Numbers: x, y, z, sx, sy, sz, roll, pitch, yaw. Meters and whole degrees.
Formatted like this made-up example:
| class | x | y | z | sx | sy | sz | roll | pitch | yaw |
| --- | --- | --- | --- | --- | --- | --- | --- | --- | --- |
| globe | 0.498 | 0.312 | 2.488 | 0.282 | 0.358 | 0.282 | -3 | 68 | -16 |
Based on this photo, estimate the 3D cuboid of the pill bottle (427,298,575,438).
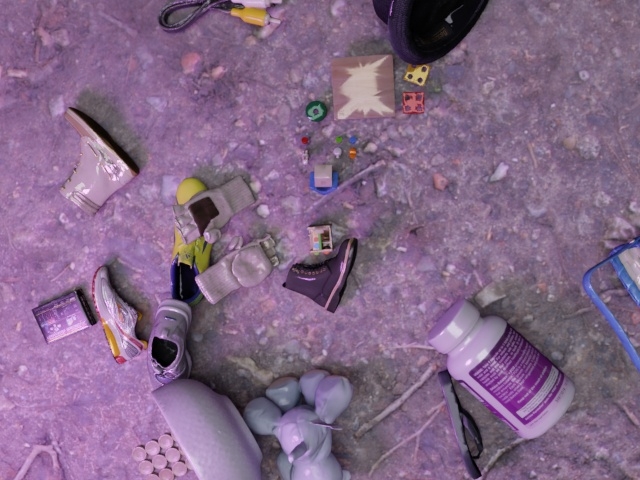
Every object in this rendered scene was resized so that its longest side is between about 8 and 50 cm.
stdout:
| class | x | y | z | sx | sy | sz | roll | pitch | yaw |
| --- | --- | --- | --- | --- | --- | --- | --- | --- | --- |
| pill bottle | 0.381 | 0.268 | 1.762 | 0.301 | 0.169 | 0.169 | 42 | 99 | -1 |

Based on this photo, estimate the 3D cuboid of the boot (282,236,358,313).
| class | x | y | z | sx | sy | sz | roll | pitch | yaw |
| --- | --- | --- | --- | --- | --- | --- | --- | --- | --- |
| boot | -0.004 | 0.060 | 1.796 | 0.137 | 0.077 | 0.198 | 23 | 123 | 7 |

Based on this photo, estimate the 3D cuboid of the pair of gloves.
| class | x | y | z | sx | sy | sz | roll | pitch | yaw |
| --- | --- | --- | --- | --- | --- | --- | --- | --- | --- |
| pair of gloves | -0.202 | -0.003 | 1.797 | 0.204 | 0.042 | 0.240 | -25 | 95 | -28 |

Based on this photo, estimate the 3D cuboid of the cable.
| class | x | y | z | sx | sy | sz | roll | pitch | yaw |
| --- | --- | --- | --- | --- | --- | --- | --- | --- | --- |
| cable | -0.220 | -0.525 | 1.775 | 0.287 | 0.072 | 0.140 | -2 | 91 | 6 |

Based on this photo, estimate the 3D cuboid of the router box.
| class | x | y | z | sx | sy | sz | roll | pitch | yaw |
| --- | --- | --- | --- | --- | --- | --- | --- | --- | --- |
| router box | -0.596 | 0.177 | 1.909 | 0.122 | 0.038 | 0.092 | -22 | 94 | 8 |

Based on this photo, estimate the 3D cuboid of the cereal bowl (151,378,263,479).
| class | x | y | z | sx | sy | sz | roll | pitch | yaw |
| --- | --- | --- | --- | --- | --- | --- | --- | --- | --- |
| cereal bowl | -0.225 | 0.438 | 1.773 | 0.141 | 0.339 | 0.339 | -31 | 93 | -15 |

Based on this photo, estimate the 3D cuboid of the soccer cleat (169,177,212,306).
| class | x | y | z | sx | sy | sz | roll | pitch | yaw |
| --- | --- | --- | --- | --- | --- | --- | --- | --- | --- |
| soccer cleat | -0.286 | 0.007 | 1.818 | 0.093 | 0.121 | 0.289 | 3 | 97 | 5 |

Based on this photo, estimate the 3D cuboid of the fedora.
| class | x | y | z | sx | sy | sz | roll | pitch | yaw |
| --- | --- | --- | --- | --- | --- | --- | --- | --- | --- |
| fedora | 0.216 | -0.532 | 1.668 | 0.152 | 0.334 | 0.334 | 36 | 100 | 32 |

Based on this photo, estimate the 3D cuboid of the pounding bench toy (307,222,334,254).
| class | x | y | z | sx | sy | sz | roll | pitch | yaw |
| --- | --- | --- | --- | --- | --- | --- | --- | --- | --- |
| pounding bench toy | 0.000 | 0.000 | 1.809 | 0.052 | 0.083 | 0.065 | -5 | 95 | 6 |

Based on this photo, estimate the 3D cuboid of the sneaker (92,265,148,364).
| class | x | y | z | sx | sy | sz | roll | pitch | yaw |
| --- | --- | --- | --- | --- | --- | --- | --- | --- | --- |
| sneaker | -0.462 | 0.164 | 1.883 | 0.092 | 0.088 | 0.225 | -20 | 95 | -13 |

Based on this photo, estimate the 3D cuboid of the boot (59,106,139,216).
| class | x | y | z | sx | sy | sz | roll | pitch | yaw |
| --- | --- | --- | --- | --- | --- | --- | --- | --- | --- |
| boot | -0.534 | -0.177 | 1.845 | 0.165 | 0.077 | 0.213 | -42 | 94 | 10 |

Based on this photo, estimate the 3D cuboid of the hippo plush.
| class | x | y | z | sx | sy | sz | roll | pitch | yaw |
| --- | --- | --- | --- | --- | --- | --- | --- | --- | --- |
| hippo plush | -0.004 | 0.442 | 1.802 | 0.234 | 0.294 | 0.237 | -30 | 115 | -22 |

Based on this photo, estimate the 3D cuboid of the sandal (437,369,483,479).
| class | x | y | z | sx | sy | sz | roll | pitch | yaw |
| --- | --- | --- | --- | --- | --- | --- | --- | --- | --- |
| sandal | 0.321 | 0.410 | 1.820 | 0.054 | 0.097 | 0.255 | -16 | 95 | 7 |

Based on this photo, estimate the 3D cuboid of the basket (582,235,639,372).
| class | x | y | z | sx | sy | sz | roll | pitch | yaw |
| --- | --- | --- | --- | --- | --- | --- | --- | --- | --- |
| basket | 0.699 | 0.107 | 1.681 | 0.288 | 0.201 | 0.255 | -33 | 92 | -23 |

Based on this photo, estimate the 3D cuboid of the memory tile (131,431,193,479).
| class | x | y | z | sx | sy | sz | roll | pitch | yaw |
| --- | --- | --- | --- | --- | --- | --- | --- | --- | --- |
| memory tile | -0.364 | 0.514 | 1.940 | 0.148 | 0.012 | 0.113 | -26 | 94 | 7 |

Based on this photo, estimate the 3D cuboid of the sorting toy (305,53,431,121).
| class | x | y | z | sx | sy | sz | roll | pitch | yaw |
| --- | --- | --- | --- | --- | --- | --- | --- | --- | --- |
| sorting toy | 0.103 | -0.331 | 1.780 | 0.274 | 0.046 | 0.133 | -3 | 96 | 6 |

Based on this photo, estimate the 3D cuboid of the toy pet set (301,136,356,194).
| class | x | y | z | sx | sy | sz | roll | pitch | yaw |
| --- | --- | --- | --- | --- | --- | --- | --- | --- | --- |
| toy pet set | 0.017 | -0.165 | 1.813 | 0.122 | 0.065 | 0.114 | 1 | 62 | 2 |

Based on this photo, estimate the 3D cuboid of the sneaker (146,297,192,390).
| class | x | y | z | sx | sy | sz | roll | pitch | yaw |
| --- | --- | --- | --- | --- | --- | --- | --- | --- | --- |
| sneaker | -0.350 | 0.261 | 1.819 | 0.105 | 0.115 | 0.281 | 11 | 128 | 4 |
